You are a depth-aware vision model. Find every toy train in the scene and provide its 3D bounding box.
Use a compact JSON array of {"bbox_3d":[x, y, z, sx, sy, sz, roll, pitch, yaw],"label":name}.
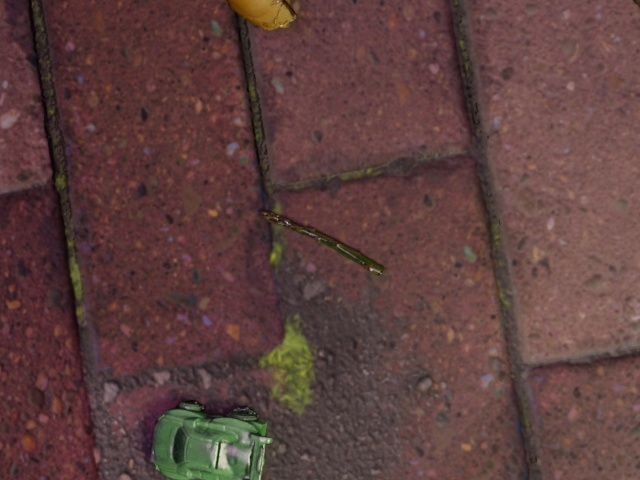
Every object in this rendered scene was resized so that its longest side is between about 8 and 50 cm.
[{"bbox_3d":[-0.120,0.235,1.972,0.149,0.081,0.099,9,92,14],"label":"toy train"}]

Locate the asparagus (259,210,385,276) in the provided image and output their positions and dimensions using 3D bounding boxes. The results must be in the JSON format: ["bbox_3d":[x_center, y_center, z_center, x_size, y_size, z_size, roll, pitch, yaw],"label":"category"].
[{"bbox_3d":[0.000,0.000,1.979,0.163,0.016,0.016,26,114,13],"label":"asparagus"}]

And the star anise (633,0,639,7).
[{"bbox_3d":[0.402,-0.238,1.858,0.129,0.056,0.124,-17,84,14],"label":"star anise"}]

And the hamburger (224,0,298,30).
[{"bbox_3d":[-0.106,-0.357,1.959,0.124,0.131,0.262,-41,75,10],"label":"hamburger"}]
